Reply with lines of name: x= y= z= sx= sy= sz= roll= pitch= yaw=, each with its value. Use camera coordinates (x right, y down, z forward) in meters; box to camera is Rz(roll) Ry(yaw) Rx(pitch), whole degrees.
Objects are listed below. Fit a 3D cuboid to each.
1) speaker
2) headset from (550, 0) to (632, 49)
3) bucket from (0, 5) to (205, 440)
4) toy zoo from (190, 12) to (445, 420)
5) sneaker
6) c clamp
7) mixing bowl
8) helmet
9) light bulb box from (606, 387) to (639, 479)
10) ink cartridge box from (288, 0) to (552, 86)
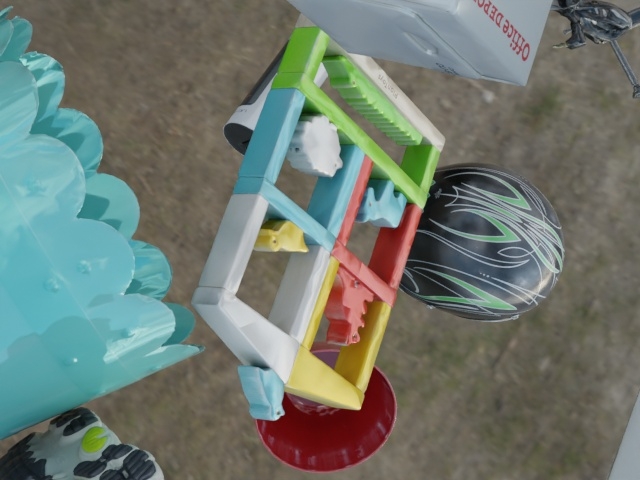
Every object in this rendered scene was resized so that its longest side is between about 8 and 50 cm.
speaker: x=-0.039 y=-0.143 z=1.476 sx=0.055 sy=0.055 sz=0.136 roll=51 pitch=59 yaw=-30
headset: x=0.173 y=-0.283 z=1.533 sx=0.185 sy=0.394 sz=0.243 roll=21 pitch=102 yaw=-17
bucket: x=-0.222 y=0.000 z=1.020 sx=0.183 sy=0.281 sz=0.281 roll=-28 pitch=118 yaw=-2
toy zoo: x=0.000 y=0.000 z=1.142 sx=0.192 sy=0.030 sz=0.293 roll=40 pitch=61 yaw=-45
sneaker: x=-0.133 y=0.191 z=0.976 sx=0.107 sy=0.275 sz=0.110 roll=-36 pitch=109 yaw=-6
c clamp: x=0.438 y=-0.258 z=2.089 sx=0.137 sy=0.022 sz=0.160 roll=-29 pitch=73 yaw=-3
mixing bowl: x=0.001 y=0.198 z=1.936 sx=0.182 sy=0.098 sz=0.181 roll=-3 pitch=114 yaw=-6
helmet: x=0.162 y=0.001 z=1.516 sx=0.169 sy=0.162 sz=0.169 roll=-13 pitch=106 yaw=-53
light bulb box: x=0.399 y=0.163 z=0.962 sx=0.361 sy=0.225 sz=0.357 roll=18 pitch=93 yaw=-18
ink cartridge box: x=0.069 y=-0.197 z=0.870 sx=0.128 sy=0.127 sz=0.176 roll=30 pitch=76 yaw=-60
